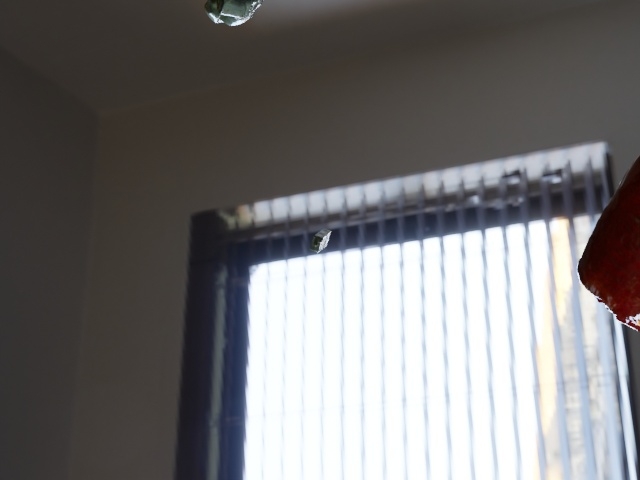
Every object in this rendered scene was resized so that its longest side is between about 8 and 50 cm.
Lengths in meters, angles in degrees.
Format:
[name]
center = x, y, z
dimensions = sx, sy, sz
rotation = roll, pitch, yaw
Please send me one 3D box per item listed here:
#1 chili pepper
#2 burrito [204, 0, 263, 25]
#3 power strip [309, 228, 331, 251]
[chili pepper]
center = 0.383, -0.069, 1.030
dimensions = 0.131, 0.338, 0.134
rotation = 22, -155, -17
[burrito]
center = -0.087, -0.251, 1.098
dimensions = 0.044, 0.074, 0.118
rotation = 31, -158, -2
[power strip]
center = 0.000, 0.000, 1.697
dimensions = 0.083, 0.017, 0.027
rotation = -34, -39, -75
